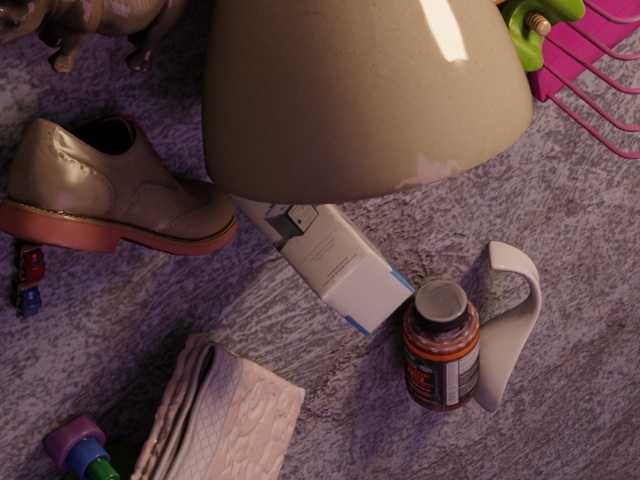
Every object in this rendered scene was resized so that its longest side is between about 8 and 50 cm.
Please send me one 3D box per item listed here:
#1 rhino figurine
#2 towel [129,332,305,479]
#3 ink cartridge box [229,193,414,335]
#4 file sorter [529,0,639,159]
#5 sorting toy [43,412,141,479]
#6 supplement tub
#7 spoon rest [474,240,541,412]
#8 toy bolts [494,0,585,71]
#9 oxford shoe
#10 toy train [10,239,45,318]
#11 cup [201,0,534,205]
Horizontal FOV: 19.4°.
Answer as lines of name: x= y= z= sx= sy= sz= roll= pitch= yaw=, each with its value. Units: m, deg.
rhino figurine: x=-0.220 y=-0.211 z=1.695 sx=0.243 sy=0.073 sz=0.106 roll=-7 pitch=136 yaw=-44
towel: x=-0.137 y=0.299 z=2.264 sx=0.332 sy=0.053 sz=0.317 roll=-68 pitch=155 yaw=-9
ink cartridge box: x=0.000 y=0.000 z=2.085 sx=0.082 sy=0.191 sz=0.139 roll=-45 pitch=149 yaw=2
file sorter: x=0.373 y=-0.265 z=2.226 sx=0.202 sy=0.182 sz=0.291 roll=-39 pitch=148 yaw=-12
sorting toy: x=-0.233 y=0.342 z=2.271 sx=0.127 sy=0.126 sz=0.365 roll=-37 pitch=149 yaw=-13
supplement tub: x=0.162 y=0.137 z=2.522 sx=0.106 sy=0.106 sz=0.198 roll=-33 pitch=146 yaw=-20
spoon rest: x=0.256 y=0.124 z=2.611 sx=0.084 sy=0.137 sz=0.276 roll=4 pitch=132 yaw=-2
toy bolts: x=0.211 y=-0.335 z=1.998 sx=0.228 sy=0.158 sz=0.218 roll=-48 pitch=136 yaw=10
oxford shoe: x=-0.181 y=-0.058 z=1.878 sx=0.348 sy=0.123 sz=0.130 roll=-1 pitch=105 yaw=-63
toy train: x=-0.295 y=0.023 z=1.910 sx=0.027 sy=0.036 sz=0.158 roll=-22 pitch=142 yaw=-34
cup: x=0.025 y=-0.208 z=1.803 sx=0.331 sy=0.331 sz=0.237 roll=-26 pitch=118 yaw=-29
